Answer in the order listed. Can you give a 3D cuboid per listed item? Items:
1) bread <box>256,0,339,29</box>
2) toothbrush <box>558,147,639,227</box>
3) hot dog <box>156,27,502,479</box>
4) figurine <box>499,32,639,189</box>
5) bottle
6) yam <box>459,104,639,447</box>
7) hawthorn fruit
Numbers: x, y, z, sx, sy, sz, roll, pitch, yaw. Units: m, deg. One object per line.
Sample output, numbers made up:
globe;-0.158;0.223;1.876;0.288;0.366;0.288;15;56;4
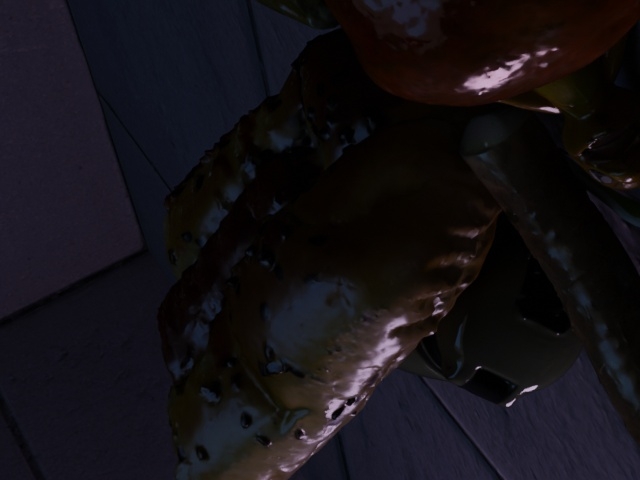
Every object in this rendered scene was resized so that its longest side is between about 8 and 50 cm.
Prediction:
bread;-0.038;-0.296;1.431;0.267;0.129;0.152;38;112;60
toothbrush;0.240;-0.027;1.158;0.263;0.022;0.026;42;143;54
hot dog;0.000;0.000;1.324;0.365;0.196;0.367;-40;38;39
figurine;0.184;-0.115;1.094;0.176;0.121;0.122;56;-164;-11
bottle;0.123;0.054;1.434;0.168;0.168;0.347;66;164;-15
yam;0.222;0.050;1.195;0.357;0.081;0.081;56;167;-9
hawthorn fruit;0.123;-0.194;0.906;0.262;0.210;0.211;-16;102;44
